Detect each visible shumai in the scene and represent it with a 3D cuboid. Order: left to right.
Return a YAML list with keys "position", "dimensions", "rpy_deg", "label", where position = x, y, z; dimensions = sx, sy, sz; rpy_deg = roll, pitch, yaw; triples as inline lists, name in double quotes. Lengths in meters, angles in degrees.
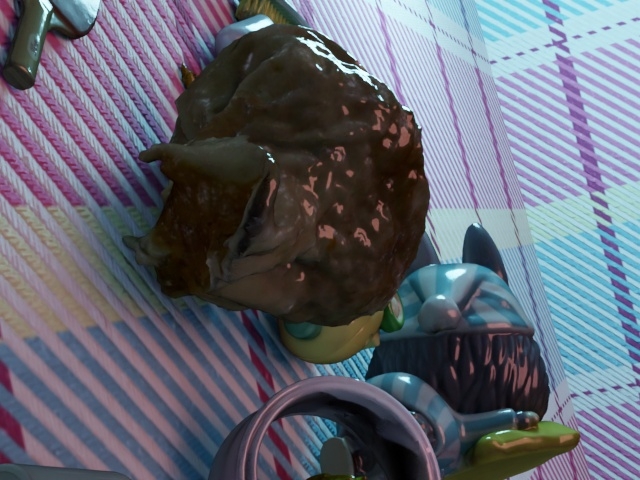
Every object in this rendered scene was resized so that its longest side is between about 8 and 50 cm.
- position: [-0.032, -0.015, 0.967]
  dimensions: [0.314, 0.267, 0.262]
  rpy_deg: [61, 22, -21]
  label: "shumai"

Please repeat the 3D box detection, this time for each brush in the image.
- position: [-0.093, -0.300, 1.312]
  dimensions: [0.297, 0.068, 0.060]
  rpy_deg: [39, 63, -52]
  label: "brush"

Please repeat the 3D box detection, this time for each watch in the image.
- position: [0.016, 0.260, 0.994]
  dimensions: [0.244, 0.196, 0.231]
  rpy_deg: [9, 61, -19]
  label: "watch"

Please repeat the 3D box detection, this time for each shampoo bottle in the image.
- position: [-0.171, 0.197, 0.771]
  dimensions: [0.195, 0.056, 0.056]
  rpy_deg: [33, 46, -63]
  label: "shampoo bottle"

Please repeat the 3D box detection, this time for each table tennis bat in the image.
- position: [-0.243, -0.226, 0.917]
  dimensions: [0.138, 0.022, 0.246]
  rpy_deg: [54, 28, -44]
  label: "table tennis bat"

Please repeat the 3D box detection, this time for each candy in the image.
- position: [-0.070, -0.179, 1.255]
  dimensions: [0.138, 0.071, 0.174]
  rpy_deg: [-48, 124, -64]
  label: "candy"

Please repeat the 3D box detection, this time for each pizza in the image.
- position: [-0.133, -0.161, 1.160]
  dimensions: [0.037, 0.016, 0.083]
  rpy_deg: [-80, 148, -60]
  label: "pizza"

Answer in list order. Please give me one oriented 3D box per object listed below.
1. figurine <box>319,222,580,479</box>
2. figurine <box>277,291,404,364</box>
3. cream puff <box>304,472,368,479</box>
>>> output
- position: [0.126, 0.144, 1.389]
  dimensions: [0.361, 0.266, 0.377]
  rpy_deg: [16, 51, -51]
  label: "figurine"
- position: [0.000, 0.000, 1.260]
  dimensions: [0.222, 0.124, 0.324]
  rpy_deg: [46, 35, -47]
  label: "figurine"
- position: [0.025, 0.314, 1.123]
  dimensions: [0.146, 0.116, 0.146]
  rpy_deg: [53, 27, -43]
  label: "cream puff"
